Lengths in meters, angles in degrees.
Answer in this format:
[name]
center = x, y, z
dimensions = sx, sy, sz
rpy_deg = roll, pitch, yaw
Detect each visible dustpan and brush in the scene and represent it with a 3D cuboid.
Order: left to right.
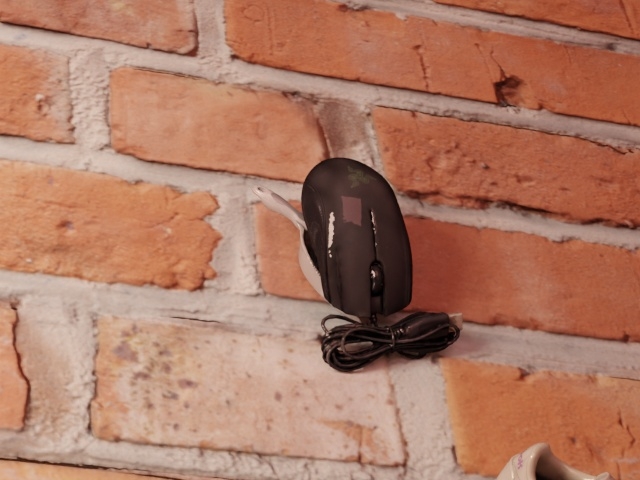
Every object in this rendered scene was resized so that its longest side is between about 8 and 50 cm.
[dustpan and brush]
center = 0.000, 0.000, 2.021
dimensions = 0.211, 0.060, 0.147
rpy_deg = 29, 43, 5

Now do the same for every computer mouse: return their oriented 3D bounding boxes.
[computer mouse]
center = 0.063, 0.013, 1.966
dimensions = 0.189, 0.072, 0.272
rpy_deg = -9, 72, -26

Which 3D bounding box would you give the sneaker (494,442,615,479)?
[sneaker]
center = 0.307, 0.345, 1.745
dimensions = 0.305, 0.152, 0.114
rpy_deg = 40, 43, 15
